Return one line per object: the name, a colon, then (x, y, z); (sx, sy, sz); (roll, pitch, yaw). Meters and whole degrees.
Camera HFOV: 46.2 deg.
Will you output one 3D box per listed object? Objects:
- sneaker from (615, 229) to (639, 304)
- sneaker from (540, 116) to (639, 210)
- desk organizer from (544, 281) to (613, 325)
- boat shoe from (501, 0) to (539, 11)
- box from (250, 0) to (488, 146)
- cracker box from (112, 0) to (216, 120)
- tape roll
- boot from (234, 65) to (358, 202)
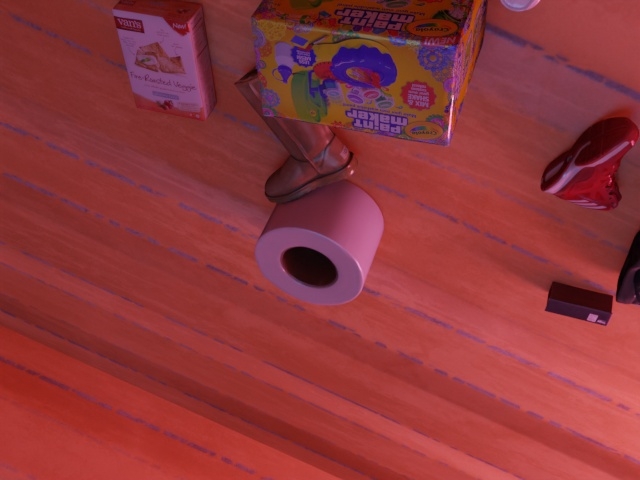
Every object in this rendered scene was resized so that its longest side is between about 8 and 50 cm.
sneaker: (0.650, 0.053, 1.426); (0.130, 0.087, 0.227); (10, 142, 14)
sneaker: (0.501, -0.128, 1.311); (0.128, 0.087, 0.221); (24, 154, -14)
desk organizer: (0.549, 0.133, 1.593); (0.130, 0.050, 0.047); (14, 140, 12)
boat shoe: (0.296, -0.430, 1.039); (0.098, 0.096, 0.277); (15, 141, 10)
box: (0.087, -0.314, 1.133); (0.290, 0.279, 0.177); (12, 140, 14)
cracker box: (-0.296, -0.351, 1.452); (0.156, 0.067, 0.232); (13, 139, 13)
tape roll: (0.000, 0.000, 1.623); (0.246, 0.169, 0.246); (15, 141, 12)
boot: (-0.080, -0.217, 1.489); (0.236, 0.089, 0.269); (-21, 125, 28)
